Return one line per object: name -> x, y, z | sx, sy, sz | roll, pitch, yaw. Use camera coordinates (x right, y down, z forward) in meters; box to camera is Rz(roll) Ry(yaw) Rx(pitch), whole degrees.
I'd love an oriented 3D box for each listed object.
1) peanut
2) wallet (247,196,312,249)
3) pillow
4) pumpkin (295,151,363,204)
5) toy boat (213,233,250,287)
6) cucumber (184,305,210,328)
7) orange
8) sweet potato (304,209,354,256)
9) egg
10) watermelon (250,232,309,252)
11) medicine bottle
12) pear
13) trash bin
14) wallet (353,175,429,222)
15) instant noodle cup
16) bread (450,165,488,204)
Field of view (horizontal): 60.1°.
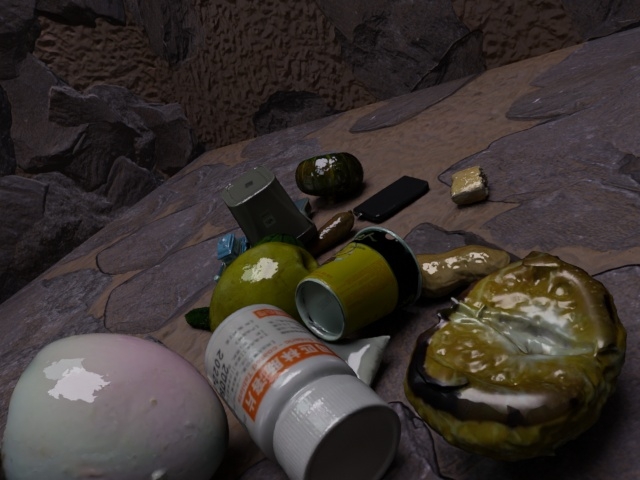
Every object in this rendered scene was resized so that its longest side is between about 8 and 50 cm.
peanut -> 0.303, 0.071, 1.275 | 0.263, 0.101, 0.117 | -14, 51, 19
wallet -> -0.159, -0.028, 1.960 | 0.252, 0.083, 0.360 | -21, 25, 23
pillow -> 0.020, 0.267, 1.172 | 0.254, 0.078, 0.144 | -8, 39, 35
pumpkin -> 0.035, -0.229, 2.075 | 0.261, 0.189, 0.260 | -11, 5, 1
toy boat -> -0.290, 0.078, 1.767 | 0.109, 0.098, 0.237 | -21, 44, 25
cucumber -> -0.332, 0.225, 1.622 | 0.228, 0.069, 0.069 | -7, 29, 44
orange -> 0.313, 0.199, 0.856 | 0.369, 0.210, 0.271 | -37, 28, -29
sweet potato -> 0.000, 0.000, 1.751 | 0.273, 0.075, 0.075 | -36, 25, -10
egg -> -0.340, 0.352, 1.035 | 0.340, 0.354, 0.354 | -1, 28, 8
watermelon -> -0.119, 0.087, 1.560 | 0.188, 0.188, 0.214 | -7, 69, 36
medicine bottle -> -0.047, 0.277, 0.996 | 0.211, 0.211, 0.371 | -34, 35, -20
pear -> -0.129, 0.144, 1.355 | 0.307, 0.253, 0.253 | -47, 16, 22
trash bin -> -0.165, -0.078, 1.709 | 0.220, 0.250, 0.219 | -36, 32, -8
wallet -> 0.235, -0.136, 1.842 | 0.250, 0.044, 0.149 | -34, 29, -20
instant noodle cup -> 0.076, 0.106, 1.223 | 0.236, 0.215, 0.216 | -28, 21, -39
bread -> 0.443, -0.157, 1.639 | 0.106, 0.082, 0.125 | -23, 32, 31
